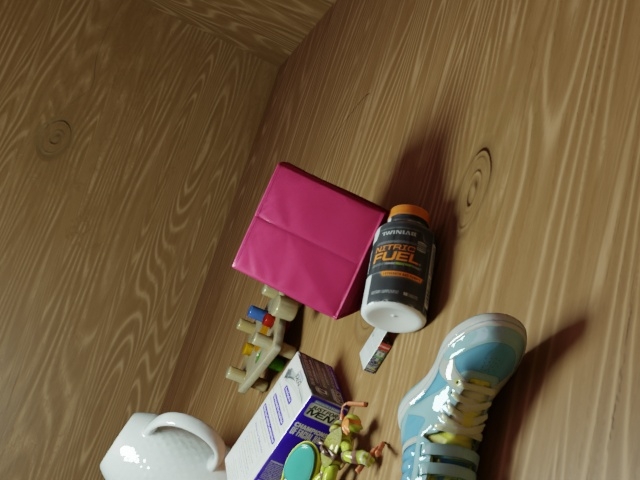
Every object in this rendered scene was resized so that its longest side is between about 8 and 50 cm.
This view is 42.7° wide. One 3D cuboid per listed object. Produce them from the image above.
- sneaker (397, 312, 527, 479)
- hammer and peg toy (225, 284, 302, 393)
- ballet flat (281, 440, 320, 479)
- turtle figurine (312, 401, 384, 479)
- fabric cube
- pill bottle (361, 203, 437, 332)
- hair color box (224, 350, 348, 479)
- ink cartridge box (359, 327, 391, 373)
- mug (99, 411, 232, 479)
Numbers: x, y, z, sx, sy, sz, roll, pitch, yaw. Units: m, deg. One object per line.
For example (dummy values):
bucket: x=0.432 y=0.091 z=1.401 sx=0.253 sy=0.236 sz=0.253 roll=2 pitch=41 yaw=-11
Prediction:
sneaker: x=0.214 y=0.268 z=1.209 sx=0.208 sy=0.127 sz=0.319 roll=-83 pitch=13 yaw=-47
hammer and peg toy: x=-0.131 y=0.239 z=2.307 sx=0.361 sy=0.127 sz=0.266 roll=-53 pitch=20 yaw=39
ballet flat: x=-0.047 y=0.525 z=1.763 sx=0.077 sy=0.077 sz=0.231 roll=30 pitch=107 yaw=31
turtle figurine: x=0.034 y=0.431 z=1.610 sx=0.217 sy=0.087 sz=0.269 roll=-67 pitch=17 yaw=2
fabric cube: x=0.000 y=0.000 z=1.830 sx=0.259 sy=0.258 sz=0.254 roll=-66 pitch=-13 yaw=5
pill bottle: x=0.162 y=0.050 z=1.635 sx=0.130 sy=0.130 sz=0.246 roll=-43 pitch=29 yaw=54
hair color box: x=-0.084 y=0.445 z=1.864 sx=0.339 sy=0.110 sz=0.185 roll=-58 pitch=22 yaw=14
ink cartridge box: x=0.124 y=0.216 z=1.715 sx=0.115 sy=0.029 sz=0.063 roll=-60 pitch=18 yaw=20
mug: x=-0.387 y=0.589 z=2.177 sx=0.374 sy=0.328 sz=0.276 roll=-56 pitch=3 yaw=37
